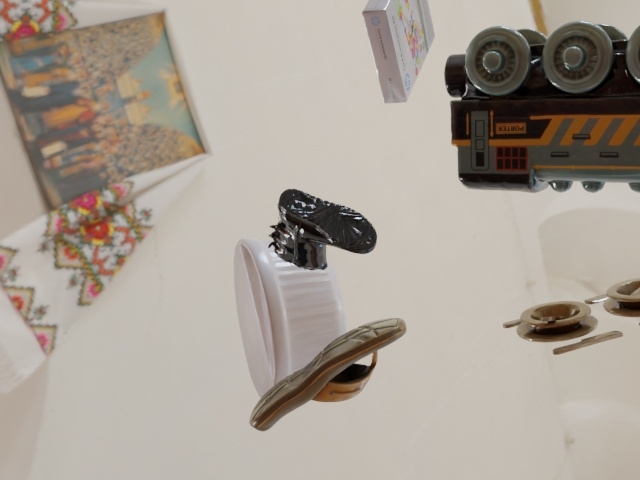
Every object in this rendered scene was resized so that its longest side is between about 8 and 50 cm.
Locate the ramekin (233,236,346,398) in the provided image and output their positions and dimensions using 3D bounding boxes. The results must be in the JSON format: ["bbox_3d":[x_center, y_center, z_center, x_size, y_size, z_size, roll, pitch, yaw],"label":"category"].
[{"bbox_3d":[-0.049,0.120,1.479,0.273,0.127,0.273,171,-90,-75],"label":"ramekin"}]

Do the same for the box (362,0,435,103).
[{"bbox_3d":[0.115,-0.308,1.316,0.038,0.186,0.145,1,-49,24],"label":"box"}]

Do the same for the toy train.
[{"bbox_3d":[0.297,-0.147,1.028,0.334,0.142,0.190,3,-78,28],"label":"toy train"}]

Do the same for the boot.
[{"bbox_3d":[0.000,0.001,0.987,0.121,0.045,0.099,25,-33,11],"label":"boot"}]

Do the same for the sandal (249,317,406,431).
[{"bbox_3d":[0.012,0.131,0.866,0.180,0.072,0.049,-38,-84,12],"label":"sandal"}]

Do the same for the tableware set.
[{"bbox_3d":[0.304,0.068,1.001,0.128,0.194,0.039,-151,-132,-72],"label":"tableware set"}]
